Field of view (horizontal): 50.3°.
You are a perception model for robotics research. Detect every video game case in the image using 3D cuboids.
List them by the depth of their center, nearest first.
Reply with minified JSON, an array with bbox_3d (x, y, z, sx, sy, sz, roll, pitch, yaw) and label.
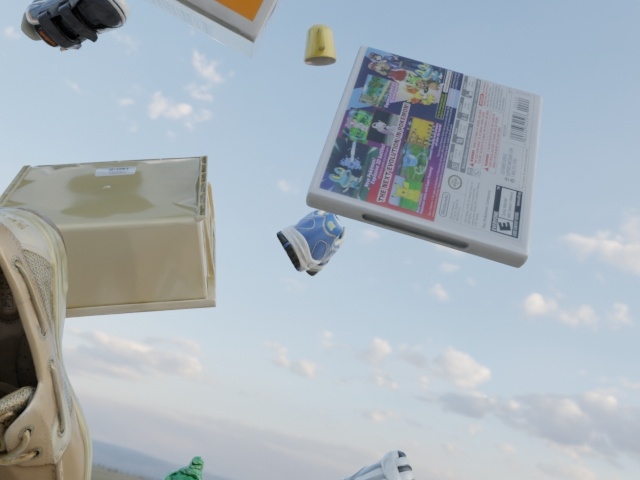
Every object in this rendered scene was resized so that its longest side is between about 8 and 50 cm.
[{"bbox_3d":[0.100,-0.083,0.602,0.183,0.201,0.023,17,-36,2],"label":"video game case"}]

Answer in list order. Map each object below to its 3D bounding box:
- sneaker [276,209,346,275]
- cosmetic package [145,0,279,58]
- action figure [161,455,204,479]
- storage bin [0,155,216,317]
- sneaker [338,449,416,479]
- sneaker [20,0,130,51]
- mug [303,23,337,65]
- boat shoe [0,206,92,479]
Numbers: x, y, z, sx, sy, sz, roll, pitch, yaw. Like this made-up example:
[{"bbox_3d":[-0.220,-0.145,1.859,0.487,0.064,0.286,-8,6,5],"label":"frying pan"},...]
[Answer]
[{"bbox_3d":[0.000,0.000,0.957,0.081,0.080,0.211,-31,1,5],"label":"sneaker"},{"bbox_3d":[-0.086,-0.511,0.925,0.230,0.453,0.161,26,2,-9],"label":"cosmetic package"},{"bbox_3d":[-0.238,0.440,1.038,0.137,0.232,0.063,25,-18,10],"label":"action figure"},{"bbox_3d":[-0.275,-0.019,0.907,0.262,0.260,0.123,-4,-64,-7],"label":"storage bin"},{"bbox_3d":[0.015,0.286,0.684,0.132,0.086,0.229,-12,-40,-16],"label":"sneaker"},{"bbox_3d":[-0.540,-0.481,1.485,0.321,0.127,0.126,13,-26,43],"label":"sneaker"},{"bbox_3d":[0.003,-0.359,1.240,0.062,0.064,0.078,1,-3,-37],"label":"mug"},{"bbox_3d":[-0.284,0.144,0.602,0.121,0.341,0.110,-3,8,1],"label":"boat shoe"}]
